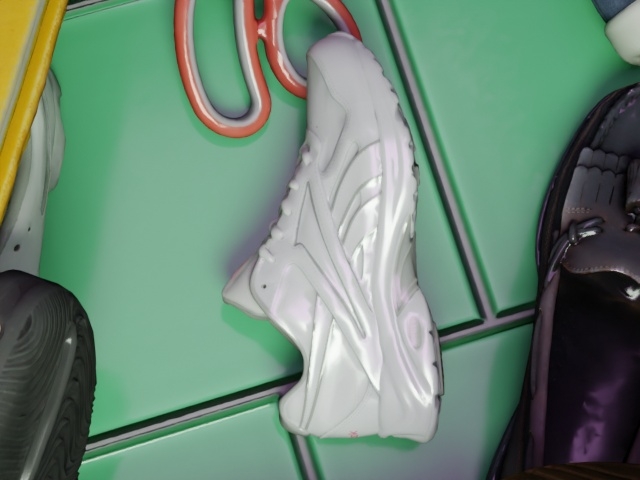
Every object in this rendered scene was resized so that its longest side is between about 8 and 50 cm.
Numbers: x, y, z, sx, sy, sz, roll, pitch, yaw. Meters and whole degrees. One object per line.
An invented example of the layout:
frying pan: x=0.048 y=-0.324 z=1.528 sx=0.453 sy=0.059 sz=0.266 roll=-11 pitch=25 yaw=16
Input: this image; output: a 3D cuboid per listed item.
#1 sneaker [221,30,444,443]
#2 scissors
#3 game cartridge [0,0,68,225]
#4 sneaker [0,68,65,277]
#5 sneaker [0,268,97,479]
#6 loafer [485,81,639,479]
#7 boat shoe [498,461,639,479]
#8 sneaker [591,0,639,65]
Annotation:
sneaker: x=0.000 y=0.000 z=0.880 sx=0.115 sy=0.090 sz=0.232 roll=-7 pitch=81 yaw=0
scissors: x=-0.045 y=-0.206 z=0.894 sx=0.109 sy=0.021 sz=0.297 roll=-12 pitch=106 yaw=-10
game cartridge: x=-0.283 y=-0.110 z=0.740 sx=0.323 sy=0.053 sz=0.285 roll=7 pitch=59 yaw=6
sneaker: x=-0.202 y=0.036 z=0.832 sx=0.122 sy=0.146 sz=0.330 roll=3 pitch=80 yaw=-5
sneaker: x=-0.300 y=0.175 z=0.742 sx=0.257 sy=0.169 sz=0.447 roll=29 pitch=94 yaw=11
loafer: x=0.163 y=0.049 z=0.877 sx=0.109 sy=0.095 sz=0.302 roll=16 pitch=78 yaw=1
boat shoe: x=0.191 y=0.176 z=0.782 sx=0.342 sy=0.123 sz=0.123 roll=5 pitch=90 yaw=-47
sneaker: x=0.297 y=-0.241 z=0.925 sx=0.350 sy=0.131 sz=0.148 roll=-28 pitch=86 yaw=-8
